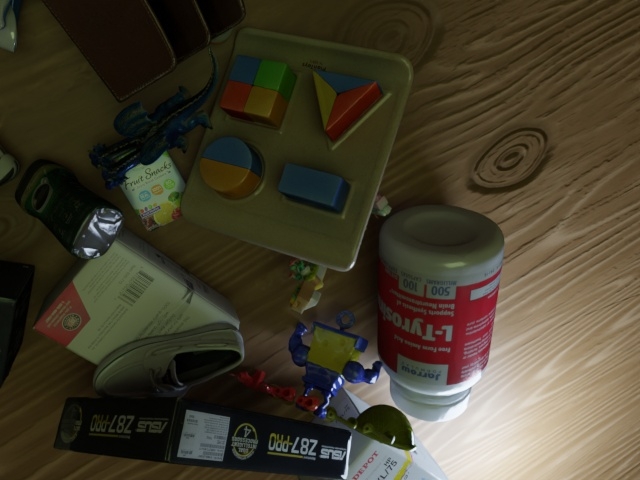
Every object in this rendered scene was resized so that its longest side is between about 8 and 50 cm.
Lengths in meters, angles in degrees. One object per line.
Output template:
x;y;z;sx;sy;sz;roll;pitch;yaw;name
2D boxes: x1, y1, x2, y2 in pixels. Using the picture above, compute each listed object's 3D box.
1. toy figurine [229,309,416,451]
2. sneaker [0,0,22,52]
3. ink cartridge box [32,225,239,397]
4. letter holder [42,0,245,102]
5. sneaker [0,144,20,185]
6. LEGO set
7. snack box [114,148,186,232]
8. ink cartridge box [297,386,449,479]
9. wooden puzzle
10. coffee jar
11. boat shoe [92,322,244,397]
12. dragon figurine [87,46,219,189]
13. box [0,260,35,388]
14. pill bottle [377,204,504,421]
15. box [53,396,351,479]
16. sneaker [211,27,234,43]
0.035;0.236;1.082;0.217;0.363;0.191;-67;151;-18;toy figurine
-0.553;-0.330;0.769;0.323;0.130;0.236;-46;109;-7;sneaker
-0.321;0.133;1.007;0.283;0.117;0.207;40;92;-25;ink cartridge box
-0.272;-0.392;0.784;0.215;0.152;0.301;-22;118;22;letter holder
-0.629;-0.105;0.848;0.281;0.106;0.162;-33;110;-17;sneaker
0.000;0.000;1.060;0.287;0.132;0.107;-48;111;-23;LEGO set
-0.294;-0.098;0.983;0.100;0.037;0.141;-29;112;-9;snack box
0.106;0.501;1.222;0.270;0.197;0.198;39;92;-25;ink cartridge box
-0.053;-0.157;0.890;0.322;0.080;0.347;17;90;18;wooden puzzle
-0.404;-0.054;0.891;0.096;0.184;0.079;-59;154;5;coffee jar
-0.255;0.210;0.941;0.258;0.084;0.095;-21;114;-9;boat shoe
-0.251;-0.169;0.851;0.085;0.289;0.144;56;45;-8;dragon figurine
-0.541;0.131;0.914;0.093;0.156;0.158;12;103;-20;box
0.228;0.153;1.116;0.229;0.229;0.407;-11;120;-14;pill bottle
-0.189;0.338;0.959;0.395;0.318;0.097;29;61;-44;box
-0.165;-0.444;0.866;0.099;0.121;0.262;-3;109;-17;sneaker
